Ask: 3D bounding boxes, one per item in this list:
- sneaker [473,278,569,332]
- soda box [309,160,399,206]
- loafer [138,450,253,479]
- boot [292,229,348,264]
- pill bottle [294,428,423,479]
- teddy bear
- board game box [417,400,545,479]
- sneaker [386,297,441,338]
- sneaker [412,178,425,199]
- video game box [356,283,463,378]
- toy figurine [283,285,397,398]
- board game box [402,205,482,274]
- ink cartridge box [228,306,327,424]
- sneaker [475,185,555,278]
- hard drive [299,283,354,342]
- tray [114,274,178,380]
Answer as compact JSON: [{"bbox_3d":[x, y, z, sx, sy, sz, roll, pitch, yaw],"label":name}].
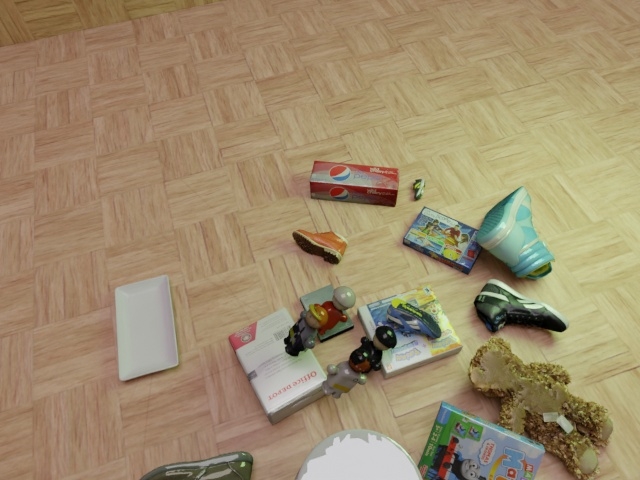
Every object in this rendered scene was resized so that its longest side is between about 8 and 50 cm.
[{"bbox_3d":[0.485,0.196,1.219,0.217,0.079,0.121,29,64,30],"label":"sneaker"},{"bbox_3d":[0.103,-0.172,1.485,0.263,0.083,0.092,6,55,7],"label":"soda box"},{"bbox_3d":[-0.261,0.508,1.014,0.251,0.094,0.087,-12,51,-6],"label":"loafer"},{"bbox_3d":[0.000,0.000,1.388,0.158,0.059,0.084,26,57,10],"label":"boot"},{"bbox_3d":[0.062,0.469,0.844,0.224,0.392,0.224,-1,55,1],"label":"pill bottle"},{"bbox_3d":[0.477,0.366,1.089,0.338,0.113,0.245,20,67,8],"label":"teddy bear"},{"bbox_3d":[0.325,0.452,1.012,0.211,0.039,0.160,20,94,15],"label":"board game box"},{"bbox_3d":[0.224,0.197,1.186,0.144,0.059,0.053,31,29,4],"label":"sneaker"},{"bbox_3d":[0.296,-0.156,1.502,0.035,0.031,0.083,8,50,25],"label":"sneaker"},{"bbox_3d":[0.218,0.222,1.225,0.205,0.048,0.187,-17,58,-9],"label":"video game box"},{"bbox_3d":[0.048,0.221,1.106,0.213,0.148,0.209,46,25,15],"label":"toy figurine"},{"bbox_3d":[0.352,-0.004,1.385,0.201,0.035,0.136,27,60,20],"label":"board game box"},{"bbox_3d":[-0.097,0.293,1.160,0.158,0.092,0.218,-26,56,-15],"label":"ink cartridge box"},{"bbox_3d":[0.553,-0.011,1.345,0.208,0.127,0.319,46,45,1],"label":"sneaker"},{"bbox_3d":[0.015,0.187,1.272,0.094,0.022,0.135,-22,57,-13],"label":"hard drive"},{"bbox_3d":[-0.447,0.221,1.264,0.145,0.030,0.270,-14,55,-8],"label":"tray"}]
